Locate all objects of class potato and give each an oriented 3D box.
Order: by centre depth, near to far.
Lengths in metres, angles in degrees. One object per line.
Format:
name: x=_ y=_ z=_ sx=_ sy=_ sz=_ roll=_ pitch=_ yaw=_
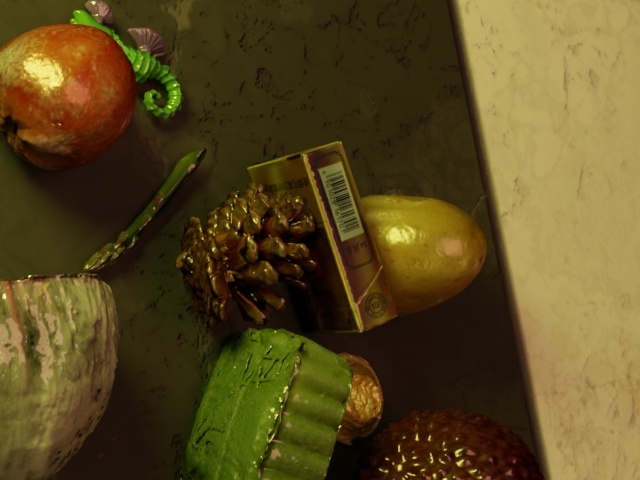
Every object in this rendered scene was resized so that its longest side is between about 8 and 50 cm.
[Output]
potato: x=0.148 y=0.012 z=1.927 sx=0.203 sy=0.158 sz=0.178 roll=44 pitch=44 yaw=-50

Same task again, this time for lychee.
lychee: x=0.172 y=0.360 z=1.862 sx=0.304 sy=0.276 sz=0.275 roll=16 pitch=73 yaw=-25

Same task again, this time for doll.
doll: x=-0.240 y=-0.218 z=1.747 sx=0.190 sy=0.050 sz=0.115 roll=29 pitch=62 yaw=-35

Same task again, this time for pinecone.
pinecone: x=-0.090 y=0.018 z=1.741 sx=0.195 sy=0.179 sz=0.150 roll=-44 pitch=114 yaw=-8

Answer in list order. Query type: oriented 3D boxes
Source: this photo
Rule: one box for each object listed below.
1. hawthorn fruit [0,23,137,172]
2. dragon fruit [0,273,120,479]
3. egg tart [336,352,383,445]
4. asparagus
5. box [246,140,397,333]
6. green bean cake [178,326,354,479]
hawthorn fruit: x=-0.292 y=-0.168 z=1.621 sx=0.173 sy=0.173 sz=0.172 roll=7 pitch=78 yaw=-39
dragon fruit: x=-0.336 y=0.155 z=1.508 sx=0.283 sy=0.204 sz=0.221 roll=-1 pitch=84 yaw=-39
egg tart: x=0.044 y=0.211 z=1.913 sx=0.129 sy=0.049 sz=0.128 roll=9 pitch=76 yaw=-39
asparagus: x=-0.213 y=-0.034 z=1.751 sx=0.236 sy=0.027 sz=0.034 roll=-52 pitch=135 yaw=-32
box: x=0.000 y=0.000 z=1.841 sx=0.071 sy=0.159 sz=0.240 roll=-23 pitch=98 yaw=-32
green bean cake: x=-0.067 y=0.217 z=1.717 sx=0.113 sy=0.200 sz=0.214 roll=26 pitch=77 yaw=-31
